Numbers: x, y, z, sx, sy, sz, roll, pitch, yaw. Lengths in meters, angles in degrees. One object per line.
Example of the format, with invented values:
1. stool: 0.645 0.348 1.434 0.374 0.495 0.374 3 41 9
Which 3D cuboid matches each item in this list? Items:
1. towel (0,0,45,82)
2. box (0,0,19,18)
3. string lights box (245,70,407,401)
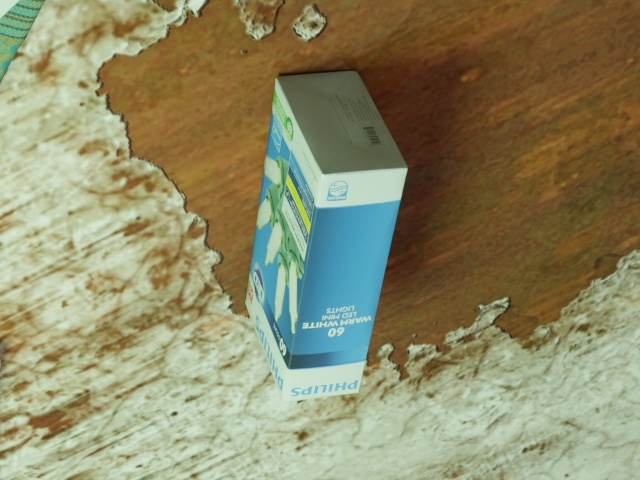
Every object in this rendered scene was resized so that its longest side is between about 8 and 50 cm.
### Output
1. towel: -0.378 -0.114 1.149 0.271 0.040 0.370 15 122 -34
2. box: -0.274 -0.177 1.067 0.244 0.060 0.100 -39 133 13
3. string lights box: 0.000 0.000 1.340 0.077 0.133 0.260 -6 133 -18
